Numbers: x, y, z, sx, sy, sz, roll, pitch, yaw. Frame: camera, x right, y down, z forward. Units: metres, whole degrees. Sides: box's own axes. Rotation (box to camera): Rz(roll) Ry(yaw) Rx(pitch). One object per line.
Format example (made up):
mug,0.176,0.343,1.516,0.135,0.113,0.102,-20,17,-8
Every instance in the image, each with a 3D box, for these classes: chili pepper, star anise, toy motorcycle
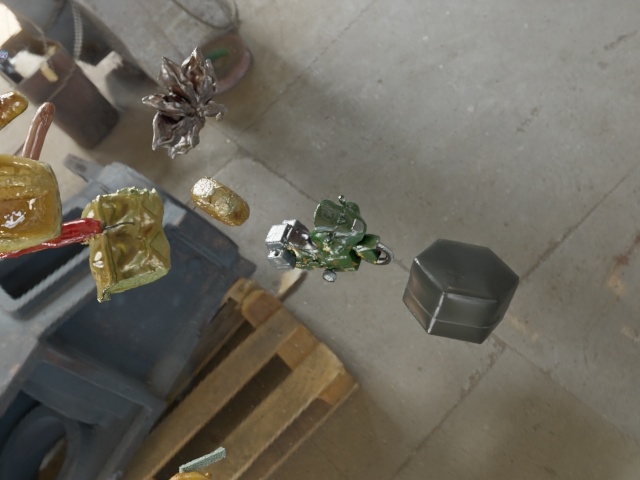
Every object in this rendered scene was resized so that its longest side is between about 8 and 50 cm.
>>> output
chili pepper,-0.482,-0.009,1.329,0.268,0.050,0.059,-12,11,-1
star anise,-0.233,-0.244,1.290,0.089,0.209,0.231,29,36,21
toy motorcycle,0.000,0.000,1.413,0.275,0.187,0.124,-5,50,38

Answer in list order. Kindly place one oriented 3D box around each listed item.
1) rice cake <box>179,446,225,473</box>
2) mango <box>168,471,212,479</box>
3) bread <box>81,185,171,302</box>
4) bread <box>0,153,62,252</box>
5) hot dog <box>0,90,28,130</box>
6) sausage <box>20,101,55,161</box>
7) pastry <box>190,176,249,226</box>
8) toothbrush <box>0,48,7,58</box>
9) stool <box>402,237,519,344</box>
rice cake,-0.266,0.501,1.605,0.021,0.121,0.022,0,100,46
mango,-0.298,0.606,1.445,0.153,0.201,0.287,25,50,8
bread,-0.505,0.005,1.856,0.238,0.196,0.252,-19,80,-6
bread,-0.479,-0.049,0.971,0.236,0.106,0.140,-5,93,-7
hot dog,-0.670,-0.224,1.386,0.216,0.047,0.066,-36,58,0
sausage,-0.622,-0.216,1.550,0.043,0.043,0.186,10,82,31
pastry,-0.240,-0.091,1.709,0.153,0.153,0.081,18,68,34
toothbrush,-0.815,-0.455,1.622,0.013,0.193,0.019,-92,23,-53
stool,0.302,0.108,1.539,0.232,0.141,0.232,8,33,-5
